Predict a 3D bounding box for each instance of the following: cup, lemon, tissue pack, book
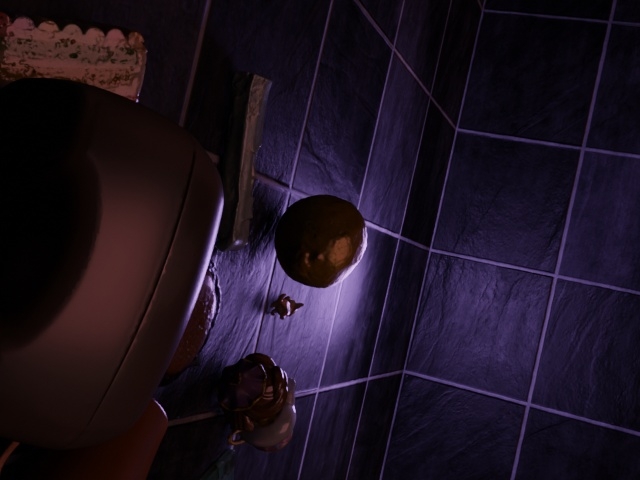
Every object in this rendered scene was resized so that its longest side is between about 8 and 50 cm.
[{"bbox_3d":[-0.344,0.326,1.118,0.226,0.182,0.264,50,39,-25],"label":"cup"},{"bbox_3d":[0.000,0.000,1.738,0.260,0.204,0.204,-42,139,-53],"label":"lemon"},{"bbox_3d":[-0.278,0.033,0.901,0.276,0.267,0.387,30,75,-47],"label":"tissue pack"},{"bbox_3d":[-0.224,0.522,1.699,0.135,0.017,0.103,-36,135,-61],"label":"book"}]

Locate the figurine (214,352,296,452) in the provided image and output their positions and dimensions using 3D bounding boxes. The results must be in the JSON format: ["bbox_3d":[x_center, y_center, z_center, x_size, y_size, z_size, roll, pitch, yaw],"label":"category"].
[{"bbox_3d":[-0.132,0.346,1.676,0.189,0.142,0.263,-40,143,-23],"label":"figurine"}]

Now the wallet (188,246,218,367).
[{"bbox_3d":[-0.234,0.125,1.438,0.122,0.031,0.232,-1,103,-70],"label":"wallet"}]

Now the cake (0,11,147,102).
[{"bbox_3d":[-0.309,-0.218,0.981,0.225,0.090,0.110,-24,129,-63],"label":"cake"}]

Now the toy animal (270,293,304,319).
[{"bbox_3d":[-0.077,0.147,1.823,0.083,0.060,0.081,-29,129,-53],"label":"toy animal"}]

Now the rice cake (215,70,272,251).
[{"bbox_3d":[-0.151,-0.143,1.465,0.066,0.062,0.337,-9,111,-61],"label":"rice cake"}]

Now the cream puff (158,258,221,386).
[{"bbox_3d":[-0.259,0.096,1.169,0.239,0.164,0.239,17,90,-70],"label":"cream puff"}]
